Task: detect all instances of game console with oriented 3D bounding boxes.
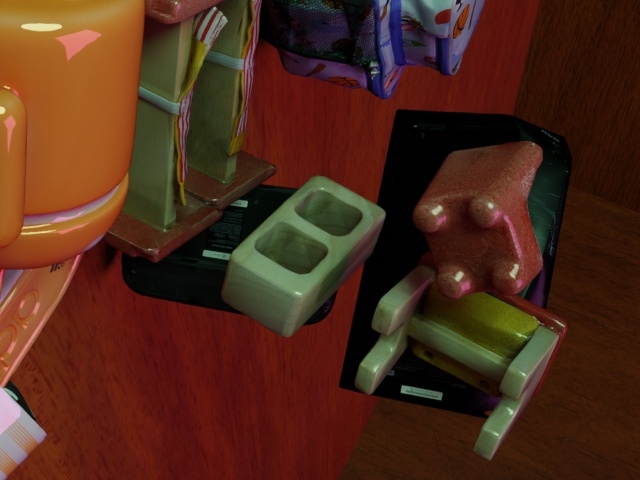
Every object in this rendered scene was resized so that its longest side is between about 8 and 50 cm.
[{"bbox_3d":[0.000,0.000,0.783,0.044,0.361,0.213,29,71,-60],"label":"game console"}]

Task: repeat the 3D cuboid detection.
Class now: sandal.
[{"bbox_3d":[-0.217,0.099,0.699,0.265,0.076,0.102,-62,165,-19],"label":"sandal"}]

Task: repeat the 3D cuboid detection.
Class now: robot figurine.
[{"bbox_3d":[-0.158,-0.078,0.538,0.128,0.158,0.219,-21,136,-39],"label":"robot figurine"}]

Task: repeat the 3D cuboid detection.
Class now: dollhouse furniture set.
[{"bbox_3d":[0.001,-0.057,0.659,0.152,0.374,0.201,-45,156,-46],"label":"dollhouse furniture set"}]

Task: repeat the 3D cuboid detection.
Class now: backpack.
[{"bbox_3d":[0.049,-0.255,0.891,0.263,0.213,0.276,99,14,-76],"label":"backpack"}]
